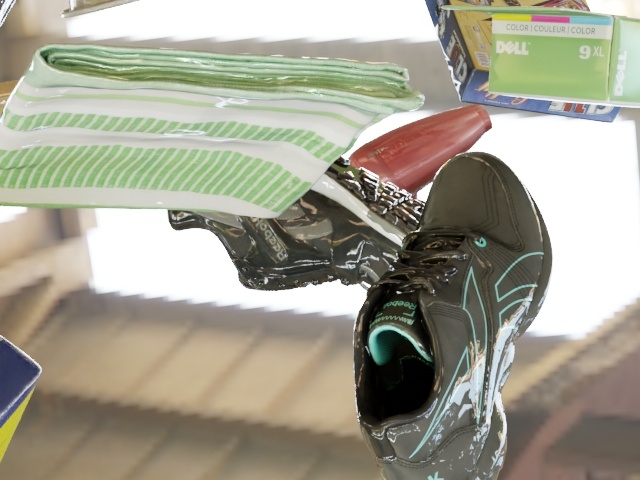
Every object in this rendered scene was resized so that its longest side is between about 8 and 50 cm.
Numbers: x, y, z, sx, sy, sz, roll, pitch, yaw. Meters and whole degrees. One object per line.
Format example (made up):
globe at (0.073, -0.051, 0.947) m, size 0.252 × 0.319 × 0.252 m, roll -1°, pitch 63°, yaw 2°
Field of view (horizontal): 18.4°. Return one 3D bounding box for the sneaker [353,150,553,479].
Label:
sneaker at (0.082, 0.044, 1.269) m, size 0.101 × 0.106 × 0.267 m, roll -11°, pitch -128°, yaw 30°

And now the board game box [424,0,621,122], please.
board game box at (0.193, -0.216, 1.966) m, size 0.165 × 0.042 × 0.243 m, roll 7°, pitch -140°, yaw -18°

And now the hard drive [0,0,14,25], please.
hard drive at (-0.205, -0.215, 1.255) m, size 0.054 × 0.254 × 0.172 m, roll 29°, pitch -169°, yaw -1°

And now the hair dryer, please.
hair dryer at (0.092, -0.057, 2.334) m, size 0.223 × 0.293 × 0.080 m, roll 3°, pitch -135°, yaw -55°

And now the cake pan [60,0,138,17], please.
cake pan at (-0.120, -0.283, 1.934) m, size 0.293 × 0.054 × 0.293 m, roll -16°, pitch -170°, yaw 3°

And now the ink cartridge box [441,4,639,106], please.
ink cartridge box at (0.191, -0.126, 1.380) m, size 0.209 × 0.062 × 0.109 m, roll 0°, pitch -173°, yaw -45°

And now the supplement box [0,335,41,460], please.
supplement box at (-0.355, 0.164, 1.398) m, size 0.195 × 0.194 × 0.356 m, roll -51°, pitch 178°, yaw -32°

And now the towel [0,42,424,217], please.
towel at (-0.096, -0.067, 1.334) m, size 0.248 × 0.038 × 0.325 m, roll 3°, pitch 168°, yaw -17°

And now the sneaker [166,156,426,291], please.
sneaker at (0.000, 0.000, 1.589) m, size 0.283 × 0.124 × 0.107 m, roll 32°, pitch -164°, yaw 23°

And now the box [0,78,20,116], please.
box at (-0.346, -0.083, 1.809) m, size 0.201 × 0.021 × 0.164 m, roll -10°, pitch 153°, yaw -2°
